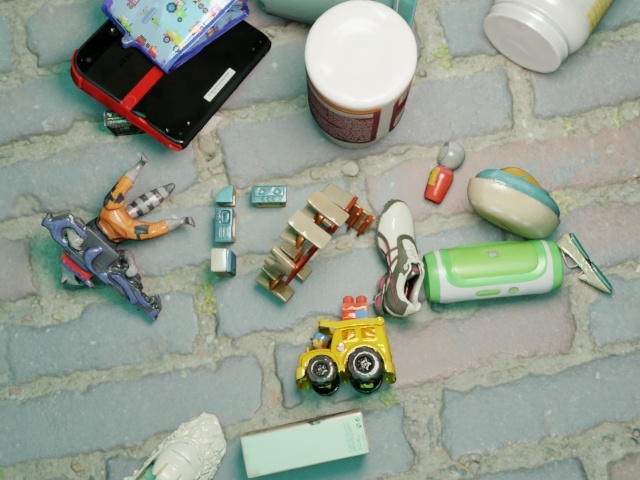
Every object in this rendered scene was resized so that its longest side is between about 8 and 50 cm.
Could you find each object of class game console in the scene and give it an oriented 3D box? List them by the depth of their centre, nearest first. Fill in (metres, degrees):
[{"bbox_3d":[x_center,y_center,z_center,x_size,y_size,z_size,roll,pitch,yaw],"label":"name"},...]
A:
[{"bbox_3d":[-0.352,-0.432,1.846,0.342,0.060,0.387,35,67,1],"label":"game console"}]

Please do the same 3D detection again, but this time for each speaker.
[{"bbox_3d":[0.386,0.070,1.778,0.296,0.131,0.131,-6,83,0],"label":"speaker"}]

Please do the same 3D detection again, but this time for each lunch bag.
[{"bbox_3d":[-0.339,-0.536,1.798,0.293,0.138,0.221,-44,87,-13],"label":"lunch bag"}]

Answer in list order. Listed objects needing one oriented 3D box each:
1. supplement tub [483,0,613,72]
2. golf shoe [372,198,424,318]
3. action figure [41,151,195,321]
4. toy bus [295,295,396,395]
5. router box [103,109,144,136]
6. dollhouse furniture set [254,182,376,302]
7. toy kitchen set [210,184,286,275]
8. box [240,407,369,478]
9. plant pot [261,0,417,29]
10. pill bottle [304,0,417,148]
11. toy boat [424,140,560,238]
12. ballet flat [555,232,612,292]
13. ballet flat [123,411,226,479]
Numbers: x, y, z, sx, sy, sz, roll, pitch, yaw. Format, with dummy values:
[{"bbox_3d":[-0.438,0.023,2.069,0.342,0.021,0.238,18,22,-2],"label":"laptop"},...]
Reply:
[{"bbox_3d":[0.549,-0.579,1.801,0.241,0.241,0.331,35,85,5],"label":"supplement tub"},{"bbox_3d":[0.192,0.040,1.777,0.105,0.120,0.273,4,84,-32],"label":"golf shoe"},{"bbox_3d":[-0.450,0.010,1.816,0.330,0.178,0.341,-35,110,3],"label":"action figure"},{"bbox_3d":[0.051,0.232,1.763,0.220,0.149,0.212,-6,69,3],"label":"toy bus"},{"bbox_3d":[-0.439,-0.282,1.855,0.122,0.092,0.038,-6,83,0],"label":"router box"},{"bbox_3d":[0.000,0.000,1.743,0.135,0.262,0.259,37,54,3],"label":"dollhouse furniture set"},{"bbox_3d":[-0.160,-0.025,1.802,0.166,0.122,0.207,0,83,1],"label":"toy kitchen set"},{"bbox_3d":[-0.033,0.448,1.745,0.275,0.113,0.094,-11,82,-2],"label":"box"},{"bbox_3d":[0.048,-0.622,1.789,0.334,0.341,0.341,12,83,11],"label":"plant pot"},{"bbox_3d":[0.081,-0.338,1.701,0.224,0.392,0.224,0,82,1],"label":"pill bottle"},{"bbox_3d":[0.382,-0.122,1.765,0.318,0.267,0.148,23,90,36],"label":"toy boat"},{"bbox_3d":[0.607,0.059,1.819,0.052,0.057,0.168,-38,79,24],"label":"ballet flat"},{"bbox_3d":[-0.364,0.556,1.727,0.147,0.147,0.409,44,85,6],"label":"ballet flat"}]
